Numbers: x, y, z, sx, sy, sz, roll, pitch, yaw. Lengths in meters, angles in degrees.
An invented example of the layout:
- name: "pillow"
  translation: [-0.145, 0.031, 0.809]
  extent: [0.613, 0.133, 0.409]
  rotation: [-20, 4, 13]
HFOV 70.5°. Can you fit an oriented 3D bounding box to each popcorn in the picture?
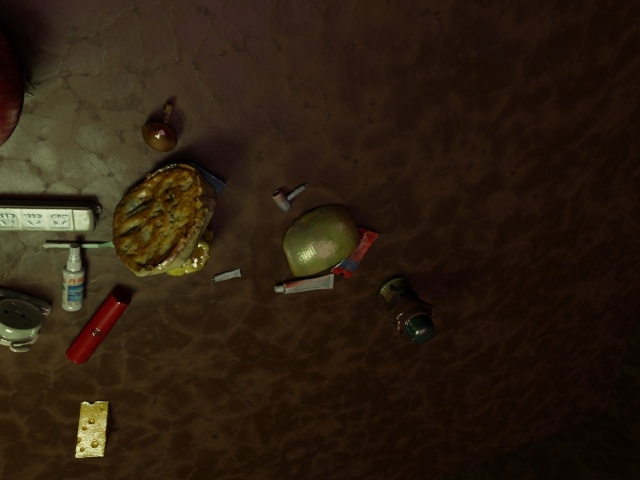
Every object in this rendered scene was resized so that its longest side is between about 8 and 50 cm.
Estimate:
- name: "popcorn"
  translation: [-0.400, 0.014, 1.292]
  extent: [0.198, 0.155, 0.197]
  rotation: [-3, 126, -4]

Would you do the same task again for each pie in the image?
- name: "pie"
  translation: [-0.410, -0.055, 1.173]
  extent: [0.315, 0.315, 0.092]
  rotation: [-37, 151, 6]

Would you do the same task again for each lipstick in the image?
- name: "lipstick"
  translation: [-0.685, 0.268, 1.399]
  extent: [0.073, 0.073, 0.279]
  rotation: [31, 107, -32]

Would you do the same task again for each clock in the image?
- name: "clock"
  translation: [-0.840, 0.222, 1.242]
  extent: [0.152, 0.191, 0.062]
  rotation: [29, 108, -32]

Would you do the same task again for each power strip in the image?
- name: "power strip"
  translation: [-0.728, -0.064, 1.188]
  extent: [0.273, 0.052, 0.078]
  rotation: [0, 121, -19]
- name: "power strip"
  translation: [-0.329, -0.174, 1.270]
  extent: [0.123, 0.032, 0.056]
  rotation: [33, 105, -32]

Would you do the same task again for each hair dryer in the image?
- name: "hair dryer"
  translation: [-0.086, -0.144, 1.376]
  extent: [0.114, 0.037, 0.063]
  rotation: [-36, 124, -4]

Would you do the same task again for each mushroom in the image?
- name: "mushroom"
  translation: [-0.407, -0.286, 1.152]
  extent: [0.088, 0.072, 0.129]
  rotation: [20, 113, 4]

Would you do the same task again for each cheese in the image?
- name: "cheese"
  translation: [-0.796, 0.646, 1.593]
  extent: [0.093, 0.126, 0.170]
  rotation: [4, 100, -15]

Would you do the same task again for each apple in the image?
- name: "apple"
  translation: [0.000, 0.000, 1.446]
  extent: [0.265, 0.120, 0.193]
  rotation: [-29, 114, -3]

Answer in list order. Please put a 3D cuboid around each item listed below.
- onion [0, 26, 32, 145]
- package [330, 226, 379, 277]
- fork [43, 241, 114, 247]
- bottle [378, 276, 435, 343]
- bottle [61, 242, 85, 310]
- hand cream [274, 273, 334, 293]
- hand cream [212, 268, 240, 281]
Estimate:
- name: "onion"
  translation: [-0.733, -0.336, 0.918]
  extent: [0.348, 0.285, 0.346]
  rotation: [5, 106, 19]
- name: "package"
  translation: [0.118, 0.044, 1.566]
  extent: [0.083, 0.022, 0.200]
  rotation: [22, 112, -28]
- name: "fork"
  translation: [-0.649, 0.012, 1.284]
  extent: [0.236, 0.021, 0.039]
  rotation: [3, 115, -19]
- name: "bottle"
  translation: [0.319, 0.252, 1.611]
  extent: [0.156, 0.271, 0.143]
  rotation: [-39, 125, 7]
- name: "bottle"
  translation: [-0.705, 0.104, 1.291]
  extent: [0.060, 0.060, 0.217]
  rotation: [5, 121, -22]
- name: "hand cream"
  translation: [-0.054, 0.153, 1.571]
  extent: [0.217, 0.038, 0.052]
  rotation: [-6, 146, -22]
- name: "hand cream"
  translation: [-0.305, 0.114, 1.470]
  extent: [0.093, 0.019, 0.030]
  rotation: [-14, 122, -19]
